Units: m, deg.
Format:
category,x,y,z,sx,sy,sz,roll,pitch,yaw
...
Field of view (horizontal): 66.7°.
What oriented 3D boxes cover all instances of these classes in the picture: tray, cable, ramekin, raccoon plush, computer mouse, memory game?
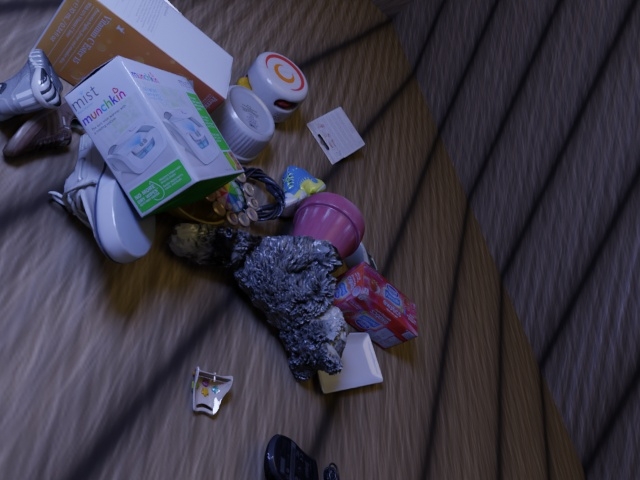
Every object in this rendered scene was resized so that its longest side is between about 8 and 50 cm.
category,x,y,z,sx,sy,sz,roll,pitch,yaw
tray,0.064,0.319,1.285,0.270,0.030,0.145,11,55,-50
cable,-0.160,-0.129,1.285,0.150,0.047,0.185,21,41,-9
ramekin,-0.222,-0.330,1.352,0.207,0.109,0.207,35,39,-34
raccoon plush,-0.129,0.154,1.091,0.445,0.216,0.300,7,69,-17
computer mouse,-0.044,0.509,0.960,0.262,0.060,0.184,48,28,-39
memory game,-0.209,-0.113,1.118,0.186,0.012,0.186,37,38,-36

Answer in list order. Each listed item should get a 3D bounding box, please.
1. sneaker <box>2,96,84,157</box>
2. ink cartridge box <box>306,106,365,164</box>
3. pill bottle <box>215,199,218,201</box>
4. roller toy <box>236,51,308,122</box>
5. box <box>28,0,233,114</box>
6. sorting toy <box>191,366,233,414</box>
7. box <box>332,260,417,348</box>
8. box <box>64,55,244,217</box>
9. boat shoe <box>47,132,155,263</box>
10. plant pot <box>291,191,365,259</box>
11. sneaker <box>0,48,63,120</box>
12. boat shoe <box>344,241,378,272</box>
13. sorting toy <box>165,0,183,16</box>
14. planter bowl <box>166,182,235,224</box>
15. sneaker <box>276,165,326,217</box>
category,x,y,z,sx,sy,sz,roll,pitch,yaw
sneaker,-0.501,-0.200,0.902,0.071,0.066,0.189,44,36,-25
ink cartridge box,0.050,-0.393,1.852,0.224,0.056,0.181,-38,97,-39
pill bottle,-0.250,-0.130,1.190,0.065,0.065,0.117,2,63,-53
roller toy,-0.150,-0.476,1.536,0.191,0.146,0.209,40,42,-12
box,-0.398,-0.403,1.072,0.345,0.214,0.169,32,41,-35
sorting toy,-0.215,0.288,0.922,0.083,0.044,0.075,30,49,-38
box,0.159,0.195,1.425,0.256,0.128,0.123,39,37,-28
box,-0.285,-0.183,0.890,0.231,0.126,0.262,59,13,-5
boat shoe,-0.405,-0.088,0.879,0.136,0.156,0.367,63,5,-53
plant pot,0.000,0.000,1.314,0.201,0.201,0.180,48,43,-16
sneaker,-0.552,-0.280,0.885,0.229,0.132,0.086,48,-20,53
boat shoe,0.136,0.082,1.543,0.070,0.077,0.220,-19,88,-57
sorting toy,-0.375,-0.534,1.255,0.255,0.089,0.257,43,6,-17
planter bowl,-0.301,-0.114,1.081,0.217,0.090,0.217,37,37,-35
sneaker,-0.086,-0.150,1.435,0.126,0.091,0.240,43,31,9
